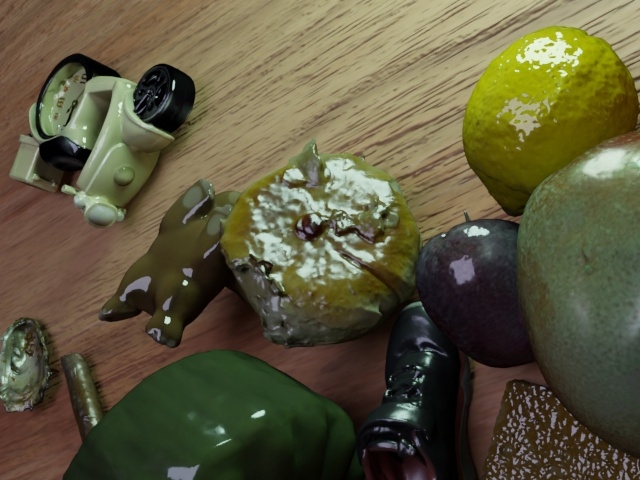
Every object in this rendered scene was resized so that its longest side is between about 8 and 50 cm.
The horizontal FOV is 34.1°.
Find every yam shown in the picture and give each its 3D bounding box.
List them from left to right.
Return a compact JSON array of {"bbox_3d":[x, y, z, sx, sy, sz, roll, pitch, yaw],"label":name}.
[{"bbox_3d":[-0.353,0.282,1.608,0.046,0.046,0.264,-43,54,25],"label":"yam"}]

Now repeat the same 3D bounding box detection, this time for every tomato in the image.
[{"bbox_3d":[0.316,0.039,0.930,0.303,0.239,0.303,-8,78,40],"label":"tomato"}]

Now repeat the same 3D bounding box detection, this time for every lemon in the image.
[{"bbox_3d":[0.243,-0.126,1.100,0.193,0.180,0.180,-35,55,10],"label":"lemon"}]

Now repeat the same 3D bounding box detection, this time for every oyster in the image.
[{"bbox_3d":[-0.497,0.205,1.756,0.105,0.056,0.177,-37,55,15],"label":"oyster"}]

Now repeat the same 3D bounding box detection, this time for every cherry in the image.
[{"bbox_3d":[0.178,0.053,1.115,0.140,0.176,0.176,-17,64,11],"label":"cherry"}]

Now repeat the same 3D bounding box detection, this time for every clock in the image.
[{"bbox_3d":[-0.364,-0.170,1.711,0.379,0.120,0.276,19,87,49],"label":"clock"}]

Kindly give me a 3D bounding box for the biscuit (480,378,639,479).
[{"bbox_3d":[0.276,0.230,1.064,0.237,0.026,0.131,12,88,43],"label":"biscuit"}]

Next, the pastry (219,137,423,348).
[{"bbox_3d":[0.005,0.003,1.248,0.236,0.121,0.257,-25,59,-10],"label":"pastry"}]

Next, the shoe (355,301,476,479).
[{"bbox_3d":[0.096,0.207,1.158,0.114,0.137,0.291,-20,62,37],"label":"shoe"}]

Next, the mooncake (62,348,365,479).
[{"bbox_3d":[-0.109,0.309,1.169,0.194,0.356,0.356,31,99,39],"label":"mooncake"}]

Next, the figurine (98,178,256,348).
[{"bbox_3d":[-0.141,0.045,1.398,0.177,0.173,0.247,16,74,41],"label":"figurine"}]
